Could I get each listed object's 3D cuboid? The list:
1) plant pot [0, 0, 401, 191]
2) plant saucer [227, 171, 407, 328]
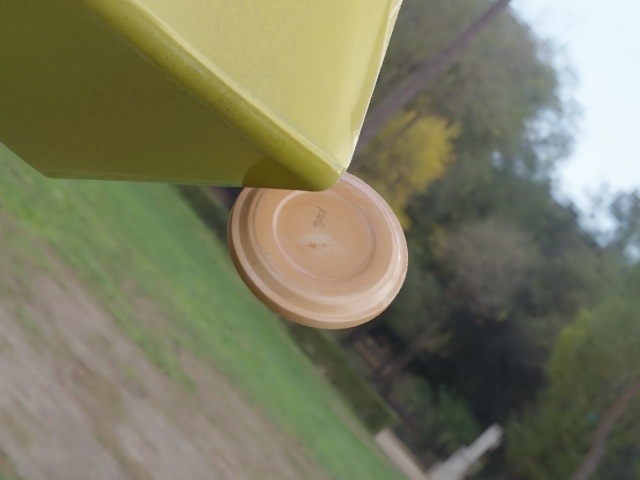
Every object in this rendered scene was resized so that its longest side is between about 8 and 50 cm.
[{"bbox_3d":[-0.093,-0.158,0.784,0.212,0.212,0.187,5,-19,43],"label":"plant pot"},{"bbox_3d":[0.000,0.000,0.793,0.083,0.083,0.013,47,-36,11],"label":"plant saucer"}]
